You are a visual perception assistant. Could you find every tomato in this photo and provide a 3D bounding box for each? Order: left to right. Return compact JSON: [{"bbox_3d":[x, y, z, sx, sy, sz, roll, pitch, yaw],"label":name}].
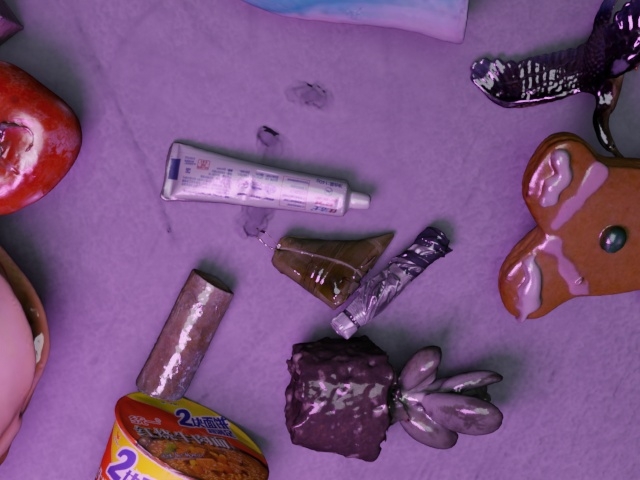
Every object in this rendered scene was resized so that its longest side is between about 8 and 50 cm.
[{"bbox_3d":[-0.389,-0.125,1.354,0.187,0.151,0.187,0,100,-1],"label":"tomato"}]

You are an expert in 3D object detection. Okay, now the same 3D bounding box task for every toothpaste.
[{"bbox_3d":[-0.068,-0.068,1.415,0.268,0.047,0.069,9,113,1],"label":"toothpaste"}]

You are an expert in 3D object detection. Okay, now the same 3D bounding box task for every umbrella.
[{"bbox_3d":[0.088,0.051,1.403,0.188,0.050,0.046,-40,56,-15],"label":"umbrella"}]

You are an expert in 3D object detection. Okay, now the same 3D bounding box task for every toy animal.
[{"bbox_3d":[0.358,-0.206,1.360,0.160,0.272,0.197,-37,99,-30],"label":"toy animal"}]

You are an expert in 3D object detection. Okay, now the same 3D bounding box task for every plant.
[{"bbox_3d":[0.092,0.194,1.395,0.274,0.146,0.149,3,113,-3],"label":"plant"}]

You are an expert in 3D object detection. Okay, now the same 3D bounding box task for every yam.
[{"bbox_3d":[-0.173,0.123,1.420,0.068,0.068,0.169,28,92,-3],"label":"yam"}]

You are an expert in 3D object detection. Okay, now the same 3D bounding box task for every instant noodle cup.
[{"bbox_3d":[-0.193,0.316,1.375,0.213,0.213,0.174,27,102,-3],"label":"instant noodle cup"}]

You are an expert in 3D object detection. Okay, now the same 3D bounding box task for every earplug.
[{"bbox_3d":[0.022,-0.343,1.340,0.324,0.185,0.185,5,95,5],"label":"earplug"}]

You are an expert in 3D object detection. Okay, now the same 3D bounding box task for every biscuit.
[{"bbox_3d":[0.445,-0.016,1.365,0.432,0.064,0.283,2,116,-12],"label":"biscuit"}]

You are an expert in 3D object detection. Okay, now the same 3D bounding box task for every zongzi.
[{"bbox_3d":[0.000,0.000,1.430,0.154,0.062,0.130,34,73,12],"label":"zongzi"}]

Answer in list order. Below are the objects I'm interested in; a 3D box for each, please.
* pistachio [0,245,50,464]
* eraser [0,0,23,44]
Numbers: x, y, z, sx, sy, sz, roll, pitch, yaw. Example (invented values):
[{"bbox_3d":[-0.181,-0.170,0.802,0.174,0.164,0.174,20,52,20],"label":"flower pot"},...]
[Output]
[{"bbox_3d":[-0.502,0.127,1.305,0.365,0.281,0.446,-13,97,8],"label":"pistachio"},{"bbox_3d":[-0.500,-0.384,1.335,0.078,0.144,0.343,-36,95,1],"label":"eraser"}]
